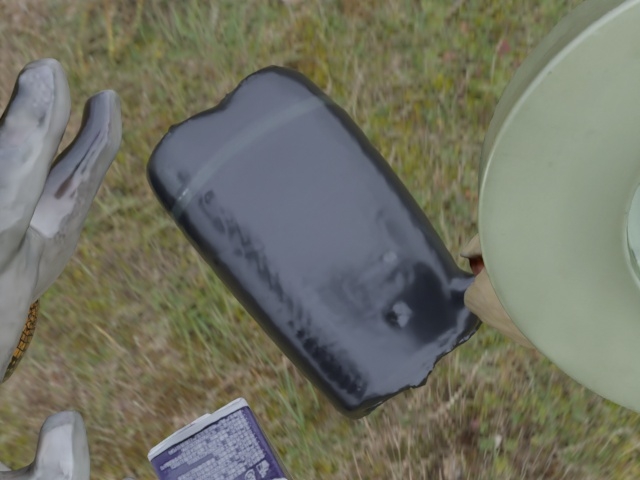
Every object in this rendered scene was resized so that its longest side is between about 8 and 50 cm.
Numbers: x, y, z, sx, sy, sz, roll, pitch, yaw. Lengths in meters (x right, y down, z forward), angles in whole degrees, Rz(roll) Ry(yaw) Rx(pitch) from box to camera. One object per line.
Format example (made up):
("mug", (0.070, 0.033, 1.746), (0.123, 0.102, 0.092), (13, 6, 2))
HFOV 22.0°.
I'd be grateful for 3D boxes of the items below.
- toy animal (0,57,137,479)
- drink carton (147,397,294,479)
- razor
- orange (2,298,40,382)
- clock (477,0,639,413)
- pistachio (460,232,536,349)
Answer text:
("toy animal", (-0.285, 0.050, 1.064), (0.303, 0.194, 0.344), (-5, 82, 6))
("drink carton", (-0.047, 0.256, 1.361), (0.102, 0.134, 0.222), (-28, 38, -4))
("razor", (0.000, -0.001, 1.608), (0.204, 0.113, 0.349), (-39, 84, -14))
("orange", (-0.402, 0.063, 1.713), (0.182, 0.234, 0.234), (-3, 72, 37))
("clock", (0.173, -0.015, 0.580), (0.235, 0.235, 0.029), (2, 43, 4))
("pistachio", (0.207, 0.027, 1.449), (0.157, 0.229, 0.157), (4, 80, -25))
